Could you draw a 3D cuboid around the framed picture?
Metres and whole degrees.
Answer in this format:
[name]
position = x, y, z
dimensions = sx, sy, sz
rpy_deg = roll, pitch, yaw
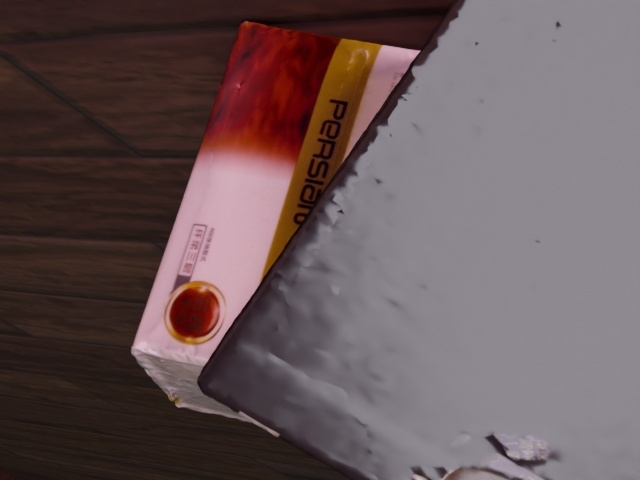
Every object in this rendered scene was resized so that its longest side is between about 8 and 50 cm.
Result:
[framed picture]
position = 0.126, 0.016, 0.476
dimensions = 0.244, 0.013, 0.324
rpy_deg = 31, 132, -5

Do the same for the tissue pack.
[tissue pack]
position = -0.001, 0.000, 0.635
dimensions = 0.106, 0.148, 0.099
rpy_deg = 12, 161, 13
